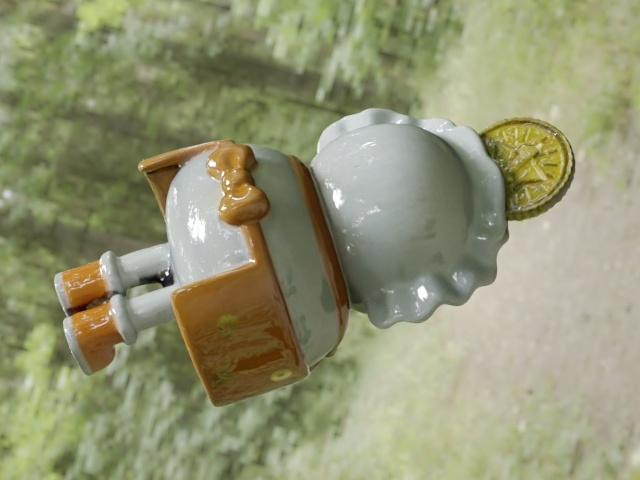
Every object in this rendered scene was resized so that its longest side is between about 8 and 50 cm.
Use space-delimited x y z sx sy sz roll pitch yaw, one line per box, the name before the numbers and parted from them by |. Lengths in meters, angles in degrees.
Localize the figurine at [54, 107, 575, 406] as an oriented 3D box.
figurine | -0.005 -0.004 0.868 0.143 0.271 0.143 57 -166 -22
